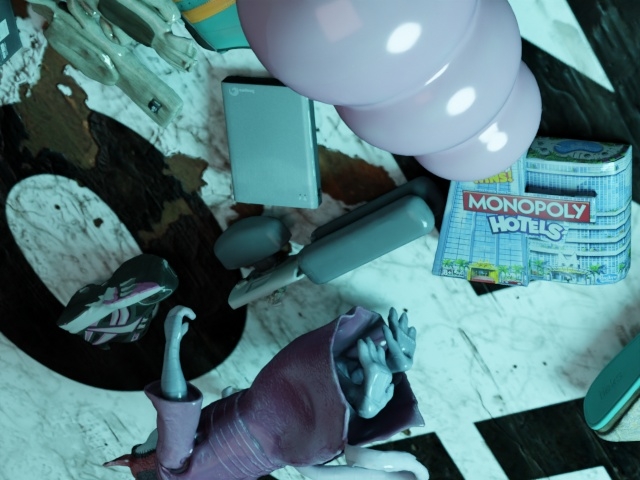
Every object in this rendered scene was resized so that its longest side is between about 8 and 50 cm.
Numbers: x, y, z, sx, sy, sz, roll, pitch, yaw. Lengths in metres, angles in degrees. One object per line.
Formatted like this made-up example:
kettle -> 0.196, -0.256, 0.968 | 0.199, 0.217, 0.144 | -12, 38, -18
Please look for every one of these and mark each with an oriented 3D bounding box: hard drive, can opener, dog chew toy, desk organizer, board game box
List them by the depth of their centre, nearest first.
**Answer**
dog chew toy -> 0.076, -0.169, 1.474 | 0.206, 0.207, 0.332 | -16, 138, 32
board game box -> 0.201, -0.048, 1.660 | 0.194, 0.060, 0.194 | 6, 128, 19
hard drive -> -0.049, -0.101, 1.742 | 0.094, 0.022, 0.135 | 6, 118, 20
desk organizer -> -0.354, -0.248, 1.760 | 0.050, 0.047, 0.130 | 6, 127, 22
can opener -> 0.000, 0.000, 1.774 | 0.280, 0.074, 0.093 | -21, 114, 34

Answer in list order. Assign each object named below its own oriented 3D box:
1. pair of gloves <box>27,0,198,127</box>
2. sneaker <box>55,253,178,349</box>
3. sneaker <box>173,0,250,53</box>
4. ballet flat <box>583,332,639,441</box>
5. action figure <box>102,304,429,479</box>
pair of gloves -> -0.206, -0.213, 1.657 | 0.204, 0.042, 0.240 | 35, 161, 1
sneaker -> -0.215, 0.074, 1.940 | 0.178, 0.072, 0.077 | -22, 126, 43
sneaker -> -0.116, -0.245, 1.617 | 0.302, 0.108, 0.121 | 28, 127, 0
ballet flat -> 0.376, 0.097, 1.682 | 0.106, 0.108, 0.316 | 17, 138, -15
action figure -> -0.060, 0.211, 1.814 | 0.370, 0.276, 0.248 | -29, 148, 18
